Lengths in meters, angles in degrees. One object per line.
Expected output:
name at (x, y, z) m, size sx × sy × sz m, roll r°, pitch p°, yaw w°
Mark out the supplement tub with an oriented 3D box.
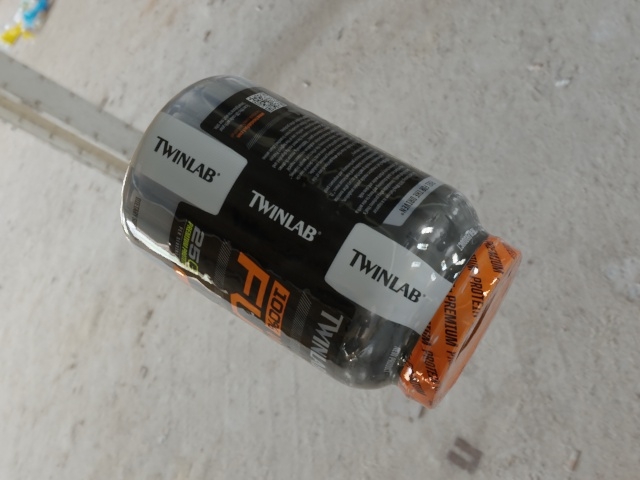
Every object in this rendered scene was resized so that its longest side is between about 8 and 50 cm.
supplement tub at (0.000, 0.000, 0.782) m, size 0.338 × 0.207 × 0.207 m, roll 30°, pitch 90°, yaw 18°
